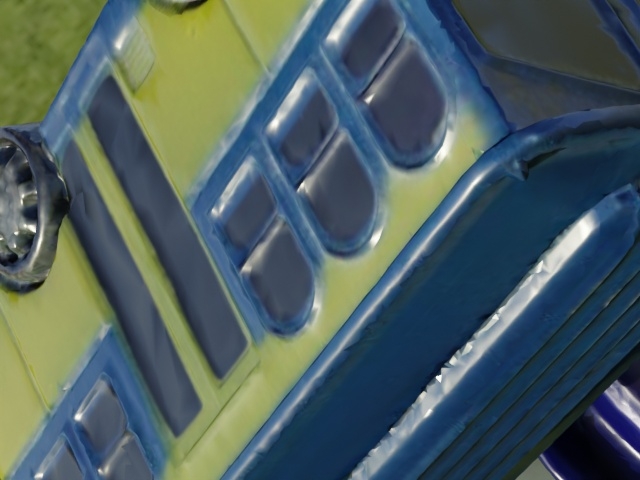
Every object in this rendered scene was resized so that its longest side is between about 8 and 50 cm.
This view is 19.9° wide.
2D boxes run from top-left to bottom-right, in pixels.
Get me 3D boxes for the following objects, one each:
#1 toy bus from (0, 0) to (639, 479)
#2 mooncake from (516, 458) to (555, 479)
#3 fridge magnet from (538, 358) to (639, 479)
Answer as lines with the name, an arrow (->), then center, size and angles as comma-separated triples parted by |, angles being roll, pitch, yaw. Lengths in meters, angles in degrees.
toy bus -> 0.000, 0.000, 0.550 | 0.287, 0.138, 0.175 | -54, 55, 42
mooncake -> 0.111, 0.032, 0.982 | 0.275, 0.275, 0.135 | -39, -4, 5
fridge magnet -> 0.195, 0.011, 0.741 | 0.265, 0.265, 0.112 | -42, -18, -4
